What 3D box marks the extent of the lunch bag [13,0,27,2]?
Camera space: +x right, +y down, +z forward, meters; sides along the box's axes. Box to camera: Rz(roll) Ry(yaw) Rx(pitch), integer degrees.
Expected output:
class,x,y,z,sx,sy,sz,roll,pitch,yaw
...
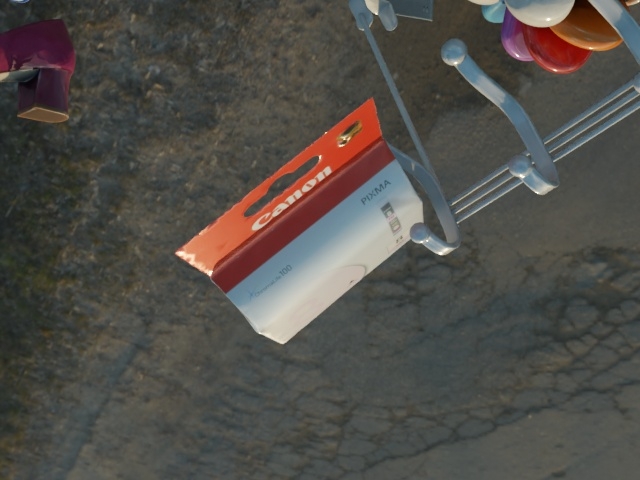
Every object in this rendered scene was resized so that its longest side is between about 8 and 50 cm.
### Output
class,x,y,z,sx,sy,sz,roll,pitch,yaw
lunch bag,-0.455,-0.478,1.034,0.219,0.090,0.176,-39,123,22

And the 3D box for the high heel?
class,x,y,z,sx,sy,sz,roll,pitch,yaw
high heel,-0.548,-0.310,1.083,0.127,0.181,0.377,-9,169,28

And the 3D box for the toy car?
class,x,y,z,sx,sy,sz,roll,pitch,yaw
toy car,0.221,-0.234,0.675,0.159,0.182,0.136,-19,128,-19

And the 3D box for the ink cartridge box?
class,x,y,z,sx,sy,sz,roll,pitch,yaw
ink cartridge box,0.000,0.000,0.606,0.189,0.066,0.232,-39,167,-1

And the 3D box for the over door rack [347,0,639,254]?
class,x,y,z,sx,sy,sz,roll,pitch,yaw
over door rack,0.133,-0.182,0.623,0.108,0.324,0.239,16,141,-40

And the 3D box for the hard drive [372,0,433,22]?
class,x,y,z,sx,sy,sz,roll,pitch,yaw
hard drive,0.101,-0.346,0.875,0.094,0.135,0.022,-4,-173,-33
